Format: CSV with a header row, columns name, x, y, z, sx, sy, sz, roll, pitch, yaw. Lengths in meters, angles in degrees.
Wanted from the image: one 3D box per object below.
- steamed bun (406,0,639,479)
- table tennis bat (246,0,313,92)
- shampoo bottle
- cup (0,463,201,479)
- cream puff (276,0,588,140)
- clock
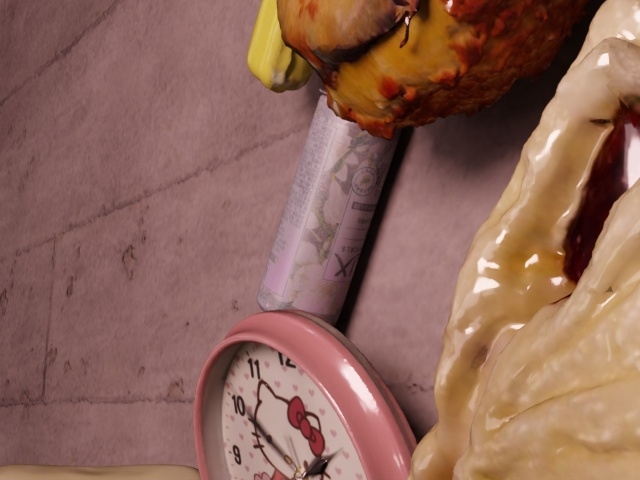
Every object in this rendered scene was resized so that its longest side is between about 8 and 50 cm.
name,x,y,z,sx,sy,sz,roll,pitch,yaw
steamed bun,0.129,0.094,0.436,0.247,0.189,0.428,32,110,47
table tennis bat,0.012,-0.276,0.722,0.054,0.224,0.369,26,123,14
shampoo bottle,0.000,0.000,0.754,0.072,0.072,0.214,35,110,55
cup,-0.199,0.267,0.848,0.255,0.202,0.173,173,97,-82
cream puff,0.073,-0.176,0.598,0.240,0.164,0.240,-38,38,37
clock,-0.008,0.167,0.705,0.244,0.056,0.244,24,120,48
